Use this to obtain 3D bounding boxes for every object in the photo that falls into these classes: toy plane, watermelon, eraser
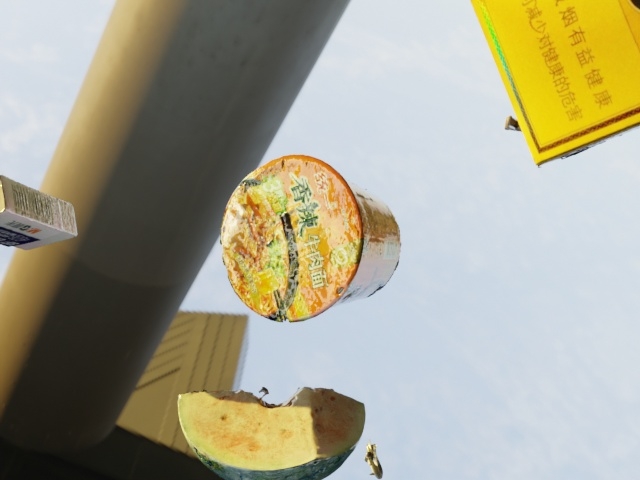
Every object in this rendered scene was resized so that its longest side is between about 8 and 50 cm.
[{"bbox_3d":[0.111,0.462,1.904,0.031,0.078,0.083,-5,-125,-11],"label":"toy plane"},{"bbox_3d":[-0.081,0.367,1.549,0.322,0.175,0.188,-2,-141,1],"label":"watermelon"},{"bbox_3d":[-0.586,-0.048,1.733,0.287,0.130,0.086,36,-138,-75],"label":"eraser"}]

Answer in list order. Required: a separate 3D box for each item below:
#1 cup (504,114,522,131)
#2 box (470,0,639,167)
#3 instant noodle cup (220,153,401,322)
[{"bbox_3d":[0.307,-0.157,1.218,0.102,0.074,0.099,36,-174,3],"label":"cup"},{"bbox_3d":[0.260,-0.194,0.699,0.084,0.301,0.192,-21,-91,-33],"label":"box"},{"bbox_3d":[0.000,0.000,1.298,0.230,0.230,0.182,47,-160,23],"label":"instant noodle cup"}]
